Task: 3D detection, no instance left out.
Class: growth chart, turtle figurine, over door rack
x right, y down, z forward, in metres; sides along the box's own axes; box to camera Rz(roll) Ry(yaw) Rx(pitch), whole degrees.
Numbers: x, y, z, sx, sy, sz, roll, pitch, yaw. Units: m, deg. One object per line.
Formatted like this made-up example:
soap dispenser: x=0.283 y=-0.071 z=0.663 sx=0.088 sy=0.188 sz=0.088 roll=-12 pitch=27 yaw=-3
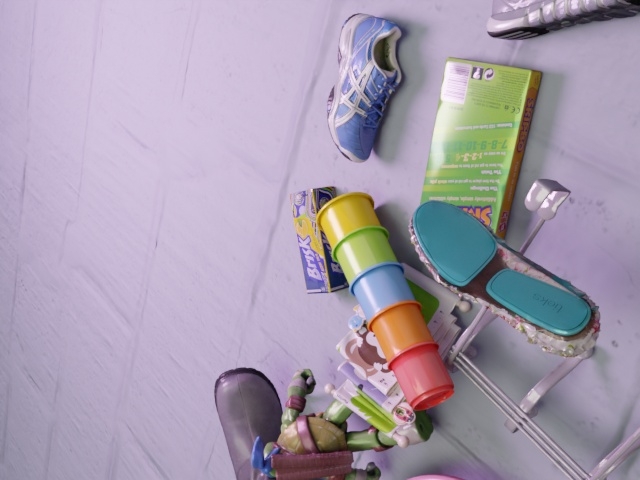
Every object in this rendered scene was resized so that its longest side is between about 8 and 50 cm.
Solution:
growth chart: x=0.104 y=0.149 z=0.924 sx=0.172 sy=0.021 sz=0.237 roll=22 pitch=78 yaw=33
turtle figurine: x=0.043 y=0.289 z=1.041 sx=0.266 sy=0.275 sz=0.197 roll=-31 pitch=53 yaw=24
over door rack: x=0.296 y=0.115 z=0.733 sx=0.239 sy=0.108 sz=0.324 roll=44 pitch=139 yaw=30

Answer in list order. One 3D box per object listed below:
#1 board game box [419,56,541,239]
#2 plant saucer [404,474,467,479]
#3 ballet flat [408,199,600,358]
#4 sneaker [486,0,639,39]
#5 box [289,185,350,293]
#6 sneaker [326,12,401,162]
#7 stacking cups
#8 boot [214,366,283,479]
board game box: x=0.198 y=-0.099 z=0.849 sx=0.124 sy=0.039 sz=0.259 roll=24 pitch=112 yaw=40
plant saucer: x=0.190 y=0.499 z=0.902 sx=0.332 sy=0.084 sz=0.331 roll=-12 pitch=72 yaw=44
ballet flat: x=0.186 y=0.046 z=0.688 sx=0.241 sy=0.091 sz=0.077 roll=44 pitch=171 yaw=38
sneaker: x=0.277 y=-0.302 z=0.694 sx=0.229 sy=0.086 sz=0.132 roll=2 pitch=98 yaw=45
box: x=0.000 y=0.000 z=1.052 sx=0.059 sy=0.054 sz=0.168 roll=-8 pitch=94 yaw=45
sneaker: x=0.065 y=-0.214 z=0.923 sx=0.081 sy=0.080 sz=0.211 roll=19 pitch=113 yaw=44
stacking cups: x=0.084 y=0.083 z=0.902 sx=0.096 sy=0.096 sz=0.316 roll=-49 pitch=50 yaw=39
boot: x=-0.093 y=0.402 z=1.106 sx=0.222 sy=0.118 sz=0.338 roll=-124 pitch=18 yaw=-68
